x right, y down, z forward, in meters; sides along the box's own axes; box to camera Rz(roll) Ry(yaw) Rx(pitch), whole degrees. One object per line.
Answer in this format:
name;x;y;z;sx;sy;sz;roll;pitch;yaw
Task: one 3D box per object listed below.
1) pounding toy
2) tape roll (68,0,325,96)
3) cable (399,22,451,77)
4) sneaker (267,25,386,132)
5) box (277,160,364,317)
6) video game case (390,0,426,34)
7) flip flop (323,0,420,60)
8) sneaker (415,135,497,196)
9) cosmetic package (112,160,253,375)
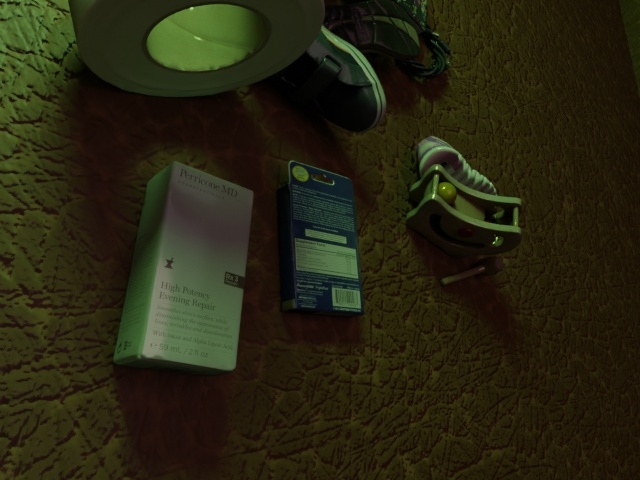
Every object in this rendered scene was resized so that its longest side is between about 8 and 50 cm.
pounding toy;0.278;-0.008;0.982;0.269;0.154;0.155;31;56;-29
tape roll;-0.140;-0.276;0.623;0.286;0.286;0.100;-7;79;-43
cable;0.217;-0.423;1.158;0.184;0.047;0.151;-38;100;-42
sneaker;-0.037;-0.285;0.831;0.321;0.126;0.127;49;44;-3
box;0.000;0.000;0.814;0.136;0.036;0.226;11;68;-39
video game case;0.141;-0.564;1.073;0.210;0.041;0.232;20;67;-41
flip flop;0.071;-0.378;1.000;0.276;0.080;0.112;-15;89;-28
sneaker;0.265;-0.127;1.066;0.236;0.095;0.105;38;20;-37
cosmetic package;-0.155;0.036;0.632;0.117;0.085;0.231;19;64;-36
